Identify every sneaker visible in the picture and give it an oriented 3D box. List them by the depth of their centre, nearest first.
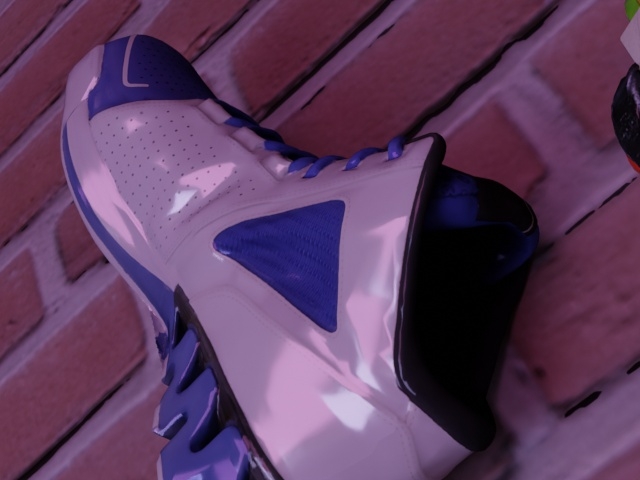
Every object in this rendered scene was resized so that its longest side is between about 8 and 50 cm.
[{"bbox_3d":[0.000,0.001,0.522,0.182,0.127,0.315,-37,52,15],"label":"sneaker"}]

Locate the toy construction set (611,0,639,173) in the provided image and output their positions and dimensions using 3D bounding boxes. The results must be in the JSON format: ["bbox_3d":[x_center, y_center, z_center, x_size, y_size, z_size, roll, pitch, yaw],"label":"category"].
[{"bbox_3d":[0.212,-0.039,0.316,0.151,0.215,0.328,99,150,-43],"label":"toy construction set"}]
